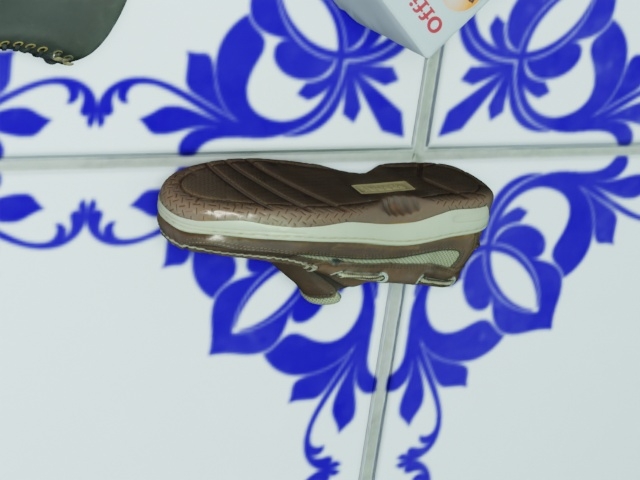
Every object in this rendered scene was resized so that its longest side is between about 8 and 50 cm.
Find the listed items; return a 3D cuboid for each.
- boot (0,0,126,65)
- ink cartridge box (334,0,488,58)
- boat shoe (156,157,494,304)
[{"bbox_3d":[-0.207,-0.119,1.163,0.198,0.077,0.137,-50,130,1],"label":"boot"},{"bbox_3d":[0.068,-0.230,1.225,0.176,0.127,0.128,-44,125,-3],"label":"ink cartridge box"},{"bbox_3d":[0.004,0.004,1.317,0.257,0.095,0.095,0,117,-29],"label":"boat shoe"}]
